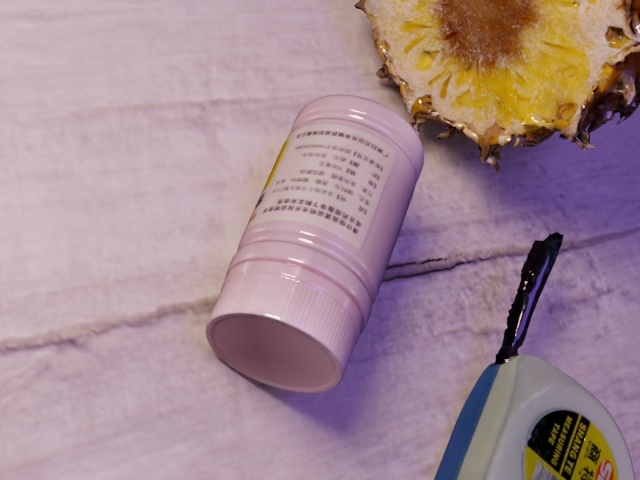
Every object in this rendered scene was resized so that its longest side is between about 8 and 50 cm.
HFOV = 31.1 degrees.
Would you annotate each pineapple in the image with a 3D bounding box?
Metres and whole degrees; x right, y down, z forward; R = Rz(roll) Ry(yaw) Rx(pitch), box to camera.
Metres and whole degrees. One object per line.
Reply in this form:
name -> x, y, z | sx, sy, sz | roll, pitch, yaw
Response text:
pineapple -> 0.233, -0.262, 1.196 | 0.300, 0.352, 0.352 | -25, 91, -52

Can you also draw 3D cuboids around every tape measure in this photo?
tape measure -> 0.234, 0.182, 1.169 | 0.215, 0.098, 0.351 | 40, 56, -19

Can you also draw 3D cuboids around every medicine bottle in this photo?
medicine bottle -> 0.000, 0.000, 1.024 | 0.133, 0.133, 0.249 | 37, 54, -24
